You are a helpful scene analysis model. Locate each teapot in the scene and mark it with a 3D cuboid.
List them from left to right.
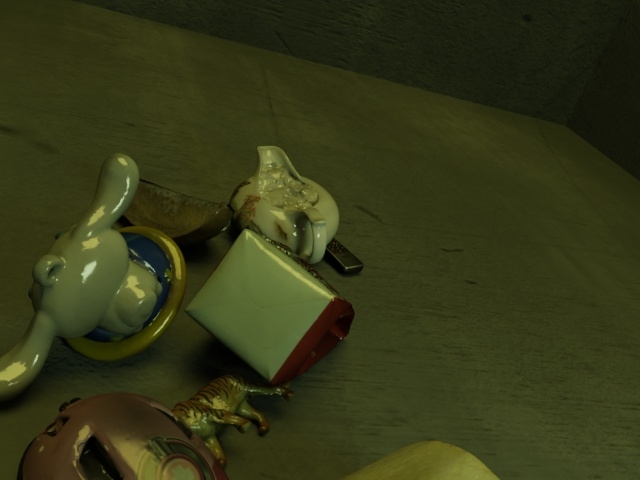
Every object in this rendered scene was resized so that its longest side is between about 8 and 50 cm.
[{"bbox_3d":[-0.059,-0.053,1.377,0.204,0.139,0.298,-7,39,-30],"label":"teapot"}]

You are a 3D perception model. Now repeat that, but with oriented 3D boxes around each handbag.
[{"bbox_3d":[-0.048,0.102,1.090,0.171,0.151,0.298,37,1,15],"label":"handbag"}]

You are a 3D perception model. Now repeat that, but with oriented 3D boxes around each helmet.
[{"bbox_3d":[-0.173,0.247,0.731,0.253,0.154,0.198,28,26,26],"label":"helmet"}]

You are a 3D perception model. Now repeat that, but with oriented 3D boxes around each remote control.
[{"bbox_3d":[0.000,0.000,1.467,0.059,0.028,0.212,-10,39,-40],"label":"remote control"}]

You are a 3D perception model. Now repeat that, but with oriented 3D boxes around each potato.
[{"bbox_3d":[-0.261,-0.034,1.306,0.261,0.100,0.120,18,-17,28],"label":"potato"}]

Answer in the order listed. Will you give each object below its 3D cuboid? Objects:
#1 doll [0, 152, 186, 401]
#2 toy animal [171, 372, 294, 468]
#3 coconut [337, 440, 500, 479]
[{"bbox_3d":[-0.277,0.086,0.943,0.160,0.242,0.311,32,67,1],"label":"doll"},{"bbox_3d":[-0.119,0.210,0.938,0.099,0.056,0.241,30,28,18],"label":"toy animal"},{"bbox_3d":[0.106,0.307,0.749,0.222,0.202,0.202,-8,38,-41],"label":"coconut"}]
